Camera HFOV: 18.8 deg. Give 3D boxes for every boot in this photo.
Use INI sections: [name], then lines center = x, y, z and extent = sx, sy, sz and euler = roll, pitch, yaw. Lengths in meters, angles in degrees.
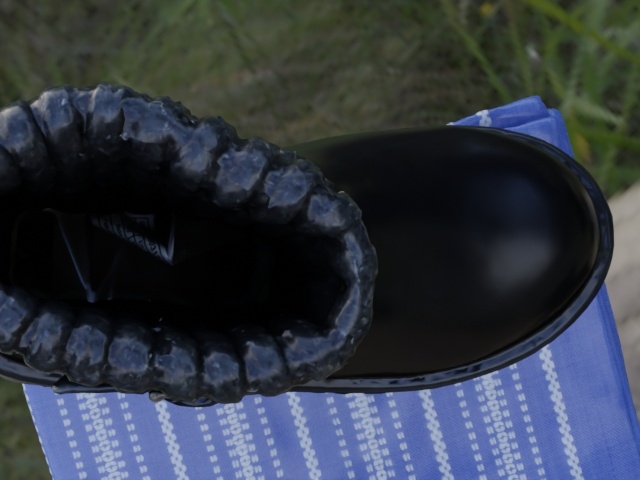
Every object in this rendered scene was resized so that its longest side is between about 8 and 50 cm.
[boot]
center = 0.000, 0.004, 0.843
extent = 0.260, 0.348, 0.131
euler = 147, 114, -75

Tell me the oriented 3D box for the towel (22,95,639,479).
[towel]
center = 0.007, 0.076, 1.099
extent = 0.336, 0.243, 0.040
euler = -17, 11, -4
